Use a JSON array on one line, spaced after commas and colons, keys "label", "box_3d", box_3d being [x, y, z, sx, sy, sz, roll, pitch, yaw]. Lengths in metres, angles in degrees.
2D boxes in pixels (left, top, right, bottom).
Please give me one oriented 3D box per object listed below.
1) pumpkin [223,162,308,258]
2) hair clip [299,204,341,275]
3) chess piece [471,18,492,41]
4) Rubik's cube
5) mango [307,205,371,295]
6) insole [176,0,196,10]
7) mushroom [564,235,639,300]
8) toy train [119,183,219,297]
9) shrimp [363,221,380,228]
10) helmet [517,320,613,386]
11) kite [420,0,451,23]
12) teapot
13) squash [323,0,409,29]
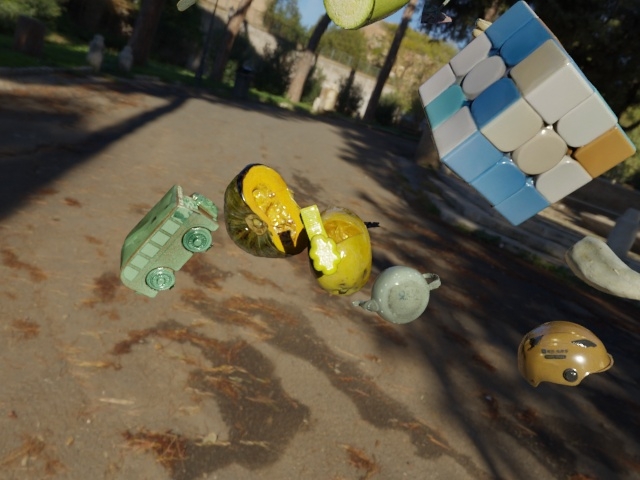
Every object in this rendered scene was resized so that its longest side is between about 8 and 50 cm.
[{"label": "pumpkin", "box_3d": [-0.192, -0.086, 1.707, 0.242, 0.325, 0.232, -37, 12, -39]}, {"label": "hair clip", "box_3d": [0.000, 0.000, 1.243, 0.072, 0.173, 0.046, -18, -9, 0]}, {"label": "chess piece", "box_3d": [0.468, -0.498, 1.577, 0.138, 0.307, 0.124, -11, 45, -45]}, {"label": "Rubik's cube", "box_3d": [0.501, -0.312, 1.312, 0.344, 0.347, 0.347, 32, 35, -30]}, {"label": "mango", "box_3d": [0.047, 0.015, 1.522, 0.182, 0.253, 0.365, -7, 25, -3]}, {"label": "insole", "box_3d": [-0.366, -0.771, 1.600, 0.004, 0.188, 0.064, 53, -4, 11]}, {"label": "mushroom", "box_3d": [0.752, 0.087, 1.328, 0.118, 0.103, 0.270, -28, 41, -10]}, {"label": "toy train", "box_3d": [-0.402, 0.009, 1.329, 0.159, 0.326, 0.129, 35, 18, -33]}, {"label": "shrimp", "box_3d": [0.102, -0.028, 2.038, 0.261, 0.117, 0.066, -4, 30, -5]}, {"label": "helmet", "box_3d": [0.616, 0.280, 1.335, 0.224, 0.130, 0.198, -20, 6, 30]}, {"label": "kite", "box_3d": [0.396, -0.767, 1.719, 0.137, 0.152, 0.005, 53, 0, 27]}, {"label": "teapot", "box_3d": [0.256, 0.174, 1.687, 0.294, 0.193, 0.129, -21, 18, -10]}, {"label": "squash", "box_3d": [0.126, -0.534, 1.082, 0.132, 0.133, 0.247, 27, 45, 29]}]
